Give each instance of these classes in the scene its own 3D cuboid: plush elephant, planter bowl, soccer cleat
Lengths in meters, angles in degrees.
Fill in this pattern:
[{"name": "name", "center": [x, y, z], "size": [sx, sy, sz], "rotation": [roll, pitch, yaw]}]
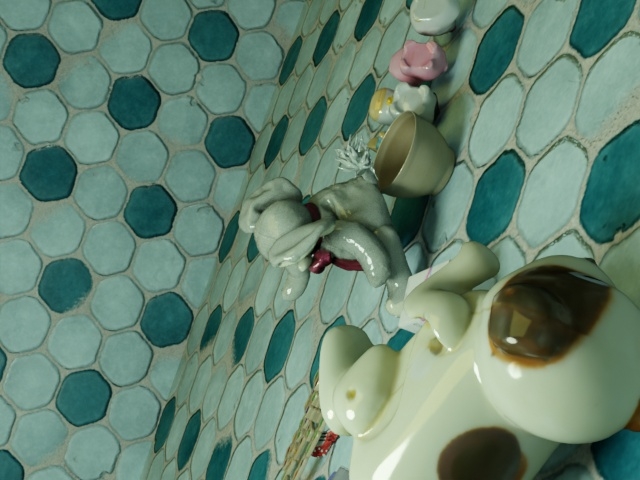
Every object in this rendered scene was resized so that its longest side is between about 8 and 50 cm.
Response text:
[{"name": "plush elephant", "center": [0.000, 0.000, 1.808], "size": [0.272, 0.255, 0.330], "rotation": [-118, 9, -62]}, {"name": "planter bowl", "center": [0.179, -0.145, 1.874], "size": [0.162, 0.109, 0.162], "rotation": [-55, 22, 35]}, {"name": "soccer cleat", "center": [0.008, 0.379, 1.918], "size": [0.083, 0.029, 0.036], "rotation": [-54, 14, 32]}]

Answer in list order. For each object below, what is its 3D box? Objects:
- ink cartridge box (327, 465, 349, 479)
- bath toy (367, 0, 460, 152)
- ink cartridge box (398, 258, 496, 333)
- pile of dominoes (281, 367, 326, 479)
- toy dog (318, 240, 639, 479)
[{"name": "ink cartridge box", "center": [-0.006, 0.491, 1.534], "size": [0.304, 0.072, 0.307], "rotation": [-52, 26, -18]}, {"name": "bath toy", "center": [0.193, -0.333, 2.038], "size": [0.151, 0.129, 0.348], "rotation": [13, 82, 27]}, {"name": "ink cartridge box", "center": [0.202, 0.096, 1.576], "size": [0.143, 0.092, 0.090], "rotation": [-30, 41, 60]}, {"name": "pile of dominoes", "center": [-0.038, 0.368, 1.982], "size": [0.196, 0.040, 0.251], "rotation": [-98, 33, -75]}, {"name": "toy dog", "center": [0.195, 0.170, 1.183], "size": [0.408, 0.284, 0.395], "rotation": [-43, 14, 39]}]
